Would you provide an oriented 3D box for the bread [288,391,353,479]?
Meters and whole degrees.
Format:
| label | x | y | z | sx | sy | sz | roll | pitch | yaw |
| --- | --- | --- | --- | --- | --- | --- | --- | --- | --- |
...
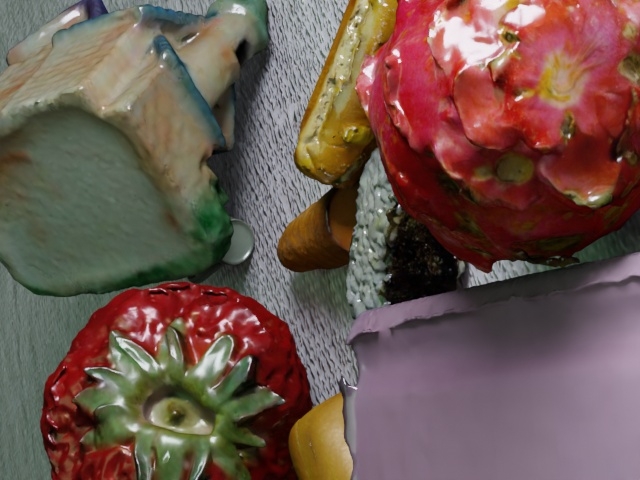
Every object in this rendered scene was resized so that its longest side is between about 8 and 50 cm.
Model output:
| label | x | y | z | sx | sy | sz | roll | pitch | yaw |
| --- | --- | --- | --- | --- | --- | --- | --- | --- | --- |
| bread | 0.034 | 0.233 | 1.221 | 0.239 | 0.074 | 0.092 | -114 | 33 | -40 |

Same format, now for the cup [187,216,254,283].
| label | x | y | z | sx | sy | sz | roll | pitch | yaw |
| --- | --- | --- | --- | --- | --- | --- | --- | --- | --- |
| cup | -0.115 | 0.004 | 1.520 | 0.054 | 0.075 | 0.083 | 54 | 160 | -24 |

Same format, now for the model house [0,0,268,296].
| label | x | y | z | sx | sy | sz | roll | pitch | yaw |
| --- | --- | --- | --- | --- | --- | --- | --- | --- | --- |
| model house | -0.193 | -0.126 | 1.512 | 0.312 | 0.245 | 0.280 | -11 | 33 | 38 |

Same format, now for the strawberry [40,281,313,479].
| label | x | y | z | sx | sy | sz | roll | pitch | yaw |
| --- | --- | --- | --- | --- | --- | --- | --- | --- | --- |
| strawberry | -0.130 | 0.173 | 1.376 | 0.277 | 0.257 | 0.257 | 82 | -179 | -72 |

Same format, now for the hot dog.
| label | x | y | z | sx | sy | sz | roll | pitch | yaw |
| --- | --- | --- | --- | --- | --- | --- | --- | --- | --- |
| hot dog | 0.049 | -0.165 | 1.179 | 0.269 | 0.072 | 0.115 | -67 | -11 | 13 |

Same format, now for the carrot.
| label | x | y | z | sx | sy | sz | roll | pitch | yaw |
| --- | --- | --- | --- | --- | --- | --- | --- | --- | --- |
| carrot | 0.000 | 0.000 | 1.312 | 0.205 | 0.072 | 0.072 | 152 | 117 | -64 |

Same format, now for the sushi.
| label | x | y | z | sx | sy | sz | roll | pitch | yaw |
| --- | --- | --- | --- | --- | --- | --- | --- | --- | --- |
| sushi | 0.069 | -0.001 | 1.170 | 0.090 | 0.078 | 0.150 | -168 | 81 | -68 |

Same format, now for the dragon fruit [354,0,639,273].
| label | x | y | z | sx | sy | sz | roll | pitch | yaw |
| --- | --- | --- | --- | --- | --- | --- | --- | --- | --- |
| dragon fruit | 0.127 | -0.082 | 0.938 | 0.268 | 0.210 | 0.205 | 57 | -129 | -71 |

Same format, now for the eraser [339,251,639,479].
| label | x | y | z | sx | sy | sz | roll | pitch | yaw |
| --- | --- | --- | --- | --- | --- | --- | --- | --- | --- |
| eraser | 0.154 | 0.159 | 0.960 | 0.359 | 0.122 | 0.272 | -20 | 72 | 61 |
